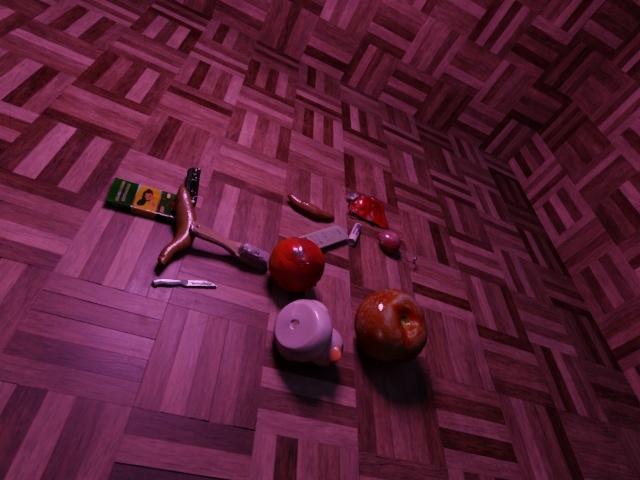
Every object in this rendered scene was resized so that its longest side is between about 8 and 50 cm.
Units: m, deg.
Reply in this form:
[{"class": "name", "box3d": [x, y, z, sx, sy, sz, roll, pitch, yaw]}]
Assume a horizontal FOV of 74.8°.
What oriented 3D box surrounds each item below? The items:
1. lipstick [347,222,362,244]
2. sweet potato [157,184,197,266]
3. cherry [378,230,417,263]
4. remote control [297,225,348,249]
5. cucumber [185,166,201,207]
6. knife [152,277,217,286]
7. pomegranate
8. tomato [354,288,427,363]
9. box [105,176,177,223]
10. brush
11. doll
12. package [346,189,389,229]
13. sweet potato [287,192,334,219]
[{"class": "lipstick", "box3d": [0.161, -0.032, 1.960, 0.040, 0.040, 0.141, 33, 39, -2]}, {"class": "sweet potato", "box3d": [-0.494, -0.039, 1.483, 0.108, 0.079, 0.346, 31, 45, -35]}, {"class": "cherry", "box3d": [0.369, 0.031, 2.007, 0.225, 0.090, 0.107, 35, 25, -12]}, {"class": "remote control", "box3d": [0.000, -0.001, 1.820, 0.309, 0.038, 0.090, -17, 61, -43]}, {"class": "cucumber", "box3d": [-0.508, -0.203, 1.662, 0.052, 0.058, 0.214, 46, 27, -46]}, {"class": "knife", "box3d": [-0.448, 0.141, 1.388, 0.210, 0.015, 0.028, 6, 40, -31]}, {"class": "pomegranate", "box3d": [-0.092, 0.083, 1.548, 0.210, 0.210, 0.235, 5, 24, -31]}, {"class": "tomato", "box3d": [0.246, 0.317, 1.527, 0.270, 0.223, 0.270, 14, 64, -29]}, {"class": "box", "box3d": [-0.643, -0.146, 1.529, 0.235, 0.034, 0.132, 15, 42, -22]}, {"class": "brush", "box3d": [-0.315, 0.014, 1.516, 0.327, 0.065, 0.070, 30, 45, -25]}, {"class": "doll", "box3d": [-0.028, 0.316, 1.388, 0.221, 0.221, 0.251, -12, 30, -42]}, {"class": "package", "box3d": [0.241, -0.169, 2.135, 0.269, 0.071, 0.194, 19, 56, -24]}, {"class": "sweet potato", "box3d": [-0.040, -0.141, 1.921, 0.255, 0.058, 0.078, 24, 20, -18]}]
